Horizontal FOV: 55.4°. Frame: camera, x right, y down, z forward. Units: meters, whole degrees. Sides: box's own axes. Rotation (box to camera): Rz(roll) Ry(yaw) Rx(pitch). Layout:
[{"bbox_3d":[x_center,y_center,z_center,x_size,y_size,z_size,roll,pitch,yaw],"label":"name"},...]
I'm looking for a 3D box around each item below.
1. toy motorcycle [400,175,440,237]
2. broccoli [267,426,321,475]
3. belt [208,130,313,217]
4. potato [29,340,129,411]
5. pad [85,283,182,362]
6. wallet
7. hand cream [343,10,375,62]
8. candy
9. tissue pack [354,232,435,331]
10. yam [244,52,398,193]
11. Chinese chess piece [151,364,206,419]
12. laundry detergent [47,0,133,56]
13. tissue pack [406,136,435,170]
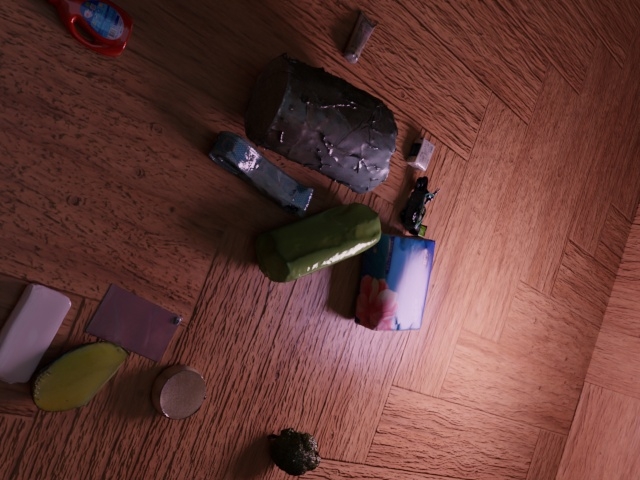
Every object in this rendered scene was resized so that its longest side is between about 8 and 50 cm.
[{"bbox_3d":[0.292,-0.102,1.792,0.100,0.058,0.173,20,86,-47],"label":"toy motorcycle"},{"bbox_3d":[-0.065,0.546,1.582,0.120,0.131,0.130,-53,123,-69],"label":"broccoli"},{"bbox_3d":[-0.128,-0.148,1.409,0.302,0.087,0.072,34,69,-39],"label":"belt"},{"bbox_3d":[-0.483,0.262,1.214,0.198,0.054,0.119,-38,120,-34],"label":"potato"},{"bbox_3d":[-0.393,0.180,1.303,0.188,0.006,0.113,36,75,-38],"label":"pad"},{"bbox_3d":[-0.554,0.178,1.151,0.095,0.033,0.190,32,77,-37],"label":"wallet"},{"bbox_3d":[0.097,-0.520,1.569,0.061,0.039,0.143,37,65,-31],"label":"hand cream"},{"bbox_3d":[0.000,0.000,1.513,0.343,0.142,0.132,-21,98,-36],"label":"candy"},{"bbox_3d":[0.215,0.114,1.713,0.209,0.137,0.270,7,93,-42],"label":"tissue pack"},{"bbox_3d":[0.002,-0.268,1.418,0.348,0.241,0.241,18,87,-38],"label":"yam"},{"bbox_3d":[-0.318,0.340,1.368,0.122,0.051,0.122,-7,101,-37],"label":"Chinese chess piece"},{"bbox_3d":[-0.438,-0.415,1.130,0.165,0.049,0.097,21,88,-38],"label":"laundry detergent"},{"bbox_3d":[0.291,-0.251,1.771,0.062,0.042,0.083,26,81,-41],"label":"tissue pack"}]
